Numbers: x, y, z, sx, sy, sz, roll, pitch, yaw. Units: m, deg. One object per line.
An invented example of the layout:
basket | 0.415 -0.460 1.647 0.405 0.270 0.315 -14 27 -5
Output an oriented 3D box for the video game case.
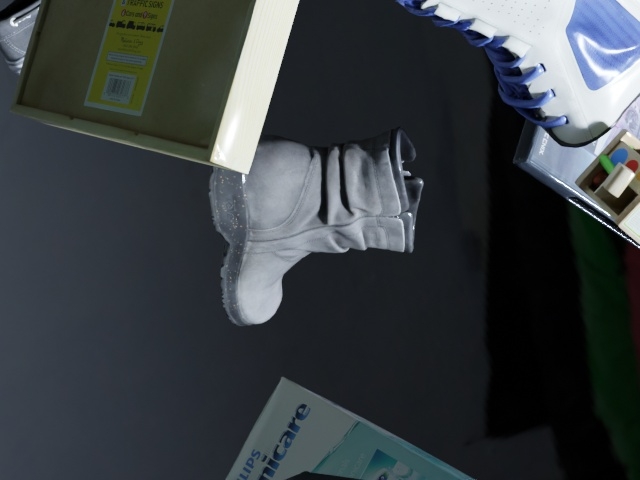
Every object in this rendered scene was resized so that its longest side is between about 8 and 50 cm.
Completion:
video game case | 0.320 -0.101 1.350 0.026 0.274 0.196 -8 -123 55

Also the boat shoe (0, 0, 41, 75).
boat shoe | -0.238 -0.260 1.295 0.080 0.228 0.076 16 -29 49

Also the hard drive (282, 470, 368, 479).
hard drive | -0.021 0.140 0.653 0.135 0.094 0.022 -17 -88 69

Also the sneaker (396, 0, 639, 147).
sneaker | 0.141 -0.151 0.913 0.127 0.316 0.182 -127 -140 -55

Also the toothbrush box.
toothbrush box | 0.095 0.246 1.058 0.296 0.126 0.216 25 -6 34

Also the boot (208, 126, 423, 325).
boot | 0.000 0.000 1.492 0.338 0.223 0.118 87 5 -61

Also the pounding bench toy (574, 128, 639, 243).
pounding bench toy | 0.208 -0.041 0.910 0.083 0.052 0.065 32 15 -39

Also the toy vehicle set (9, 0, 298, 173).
toy vehicle set | -0.125 -0.152 0.983 0.267 0.035 0.166 17 -90 46
